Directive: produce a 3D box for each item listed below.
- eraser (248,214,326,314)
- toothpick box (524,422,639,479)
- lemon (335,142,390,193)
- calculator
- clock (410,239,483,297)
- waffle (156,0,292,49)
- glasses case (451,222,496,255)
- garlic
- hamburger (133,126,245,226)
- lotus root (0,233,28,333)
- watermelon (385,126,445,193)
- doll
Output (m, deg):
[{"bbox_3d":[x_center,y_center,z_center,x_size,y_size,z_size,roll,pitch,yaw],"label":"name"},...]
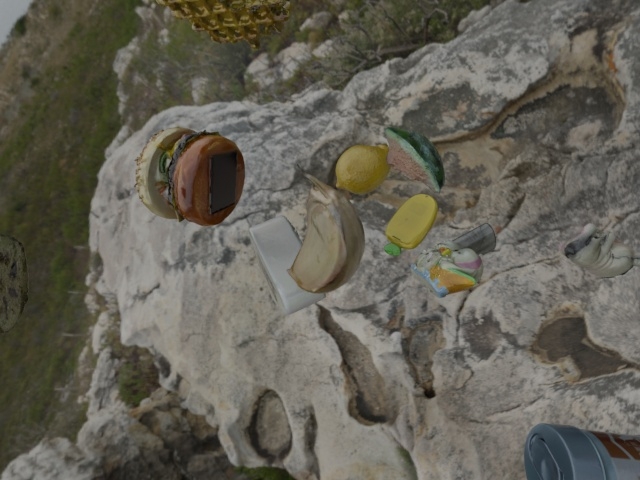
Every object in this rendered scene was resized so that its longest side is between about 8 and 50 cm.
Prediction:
[{"bbox_3d":[-0.108,0.117,1.393,0.149,0.331,0.331,-24,55,-17],"label":"eraser"},{"bbox_3d":[0.345,0.281,0.494,0.153,0.101,0.101,7,81,-4],"label":"toothpick box"},{"bbox_3d":[0.160,-0.268,1.533,0.244,0.187,0.187,-35,59,13],"label":"lemon"},{"bbox_3d":[0.291,-0.051,1.345,0.146,0.032,0.235,32,85,44],"label":"calculator"},{"bbox_3d":[0.317,0.066,1.023,0.144,0.103,0.231,-38,19,0],"label":"clock"},{"bbox_3d":[-0.218,-0.509,0.869,0.259,0.292,0.069,-10,67,58],"label":"waffle"},{"bbox_3d":[0.476,0.048,1.436,0.299,0.114,0.060,-26,29,-12],"label":"glasses case"},{"bbox_3d":[0.015,-0.006,1.018,0.196,0.151,0.339,12,125,6],"label":"garlic"},{"bbox_3d":[-0.365,-0.182,1.152,0.225,0.291,0.291,17,90,19],"label":"hamburger"},{"bbox_3d":[-0.796,0.091,0.799,0.250,0.345,0.251,176,90,-76],"label":"lotus root"},{"bbox_3d":[0.209,-0.169,0.856,0.155,0.101,0.080,47,140,27],"label":"watermelon"},{"bbox_3d":[0.725,0.037,1.062,0.149,0.192,0.095,121,168,-57],"label":"doll"}]
